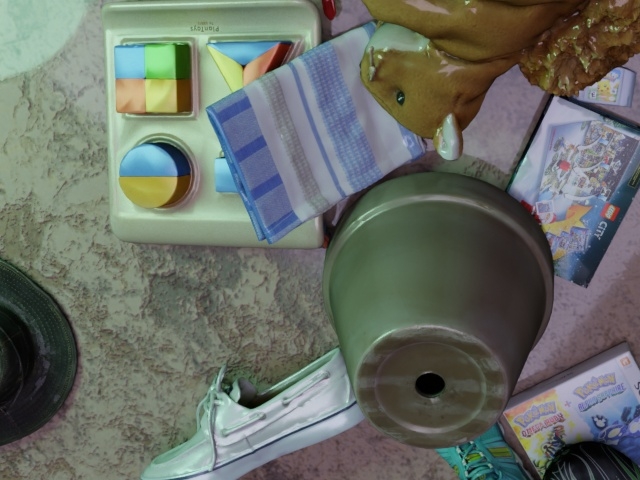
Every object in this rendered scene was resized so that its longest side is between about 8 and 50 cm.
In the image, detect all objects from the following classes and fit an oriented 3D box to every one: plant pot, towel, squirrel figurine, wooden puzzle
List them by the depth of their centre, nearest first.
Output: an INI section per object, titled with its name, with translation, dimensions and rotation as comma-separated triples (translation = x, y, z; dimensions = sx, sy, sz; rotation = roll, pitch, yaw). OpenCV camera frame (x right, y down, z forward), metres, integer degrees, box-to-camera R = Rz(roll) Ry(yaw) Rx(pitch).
[squirrel figurine]
translation = 0.235, -0.272, 1.424
dimensions = 0.397, 0.281, 0.370
rotation = 11, 129, -10
[plant pot]
translation = 0.147, 0.111, 1.511
dimensions = 0.323, 0.280, 0.323
rotation = 4, 119, 7
[towel]
translation = 0.003, -0.144, 1.535
dimensions = 0.285, 0.034, 0.209
rotation = -31, 112, -24
[wooden puzzle]
translation = -0.157, -0.154, 1.588
dimensions = 0.322, 0.080, 0.348
rotation = 2, 103, 17

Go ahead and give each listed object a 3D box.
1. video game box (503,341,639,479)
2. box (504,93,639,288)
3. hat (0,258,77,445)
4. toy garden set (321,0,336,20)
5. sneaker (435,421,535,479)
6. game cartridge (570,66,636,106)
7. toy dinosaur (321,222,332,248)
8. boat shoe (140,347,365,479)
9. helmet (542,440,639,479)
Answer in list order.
[video game box]
translation = 0.397, 0.274, 1.680
dimensions = 0.205, 0.048, 0.187
rotation = -29, 97, 13
[box]
translation = 0.344, -0.069, 1.593
dimensions = 0.159, 0.044, 0.233
rotation = 23, 110, 0
[hat]
translation = -0.541, 0.191, 1.726
dimensions = 0.331, 0.134, 0.331
rotation = 2, 105, 6
[toy garden set]
translation = 0.029, -0.420, 1.550
dimensions = 0.203, 0.049, 0.244
rotation = -21, 102, 9
[sneaker]
translation = 0.233, 0.318, 1.672
dimensions = 0.107, 0.110, 0.275
rotation = -41, 86, 14
[game cartridge]
translation = 0.386, -0.213, 1.574
dimensions = 0.083, 0.017, 0.056
rotation = 6, 101, 5
[toy dinosaur]
translation = 0.000, 0.000, 1.649
dimensions = 0.047, 0.090, 0.082
rotation = -46, 63, 30
[boat shoe]
translation = -0.117, 0.251, 1.689
dimensions = 0.367, 0.136, 0.156
rotation = -24, 100, 9
[helmet]
translation = 0.386, 0.369, 1.597
dimensions = 0.169, 0.161, 0.169
rotation = 1, 107, 5
